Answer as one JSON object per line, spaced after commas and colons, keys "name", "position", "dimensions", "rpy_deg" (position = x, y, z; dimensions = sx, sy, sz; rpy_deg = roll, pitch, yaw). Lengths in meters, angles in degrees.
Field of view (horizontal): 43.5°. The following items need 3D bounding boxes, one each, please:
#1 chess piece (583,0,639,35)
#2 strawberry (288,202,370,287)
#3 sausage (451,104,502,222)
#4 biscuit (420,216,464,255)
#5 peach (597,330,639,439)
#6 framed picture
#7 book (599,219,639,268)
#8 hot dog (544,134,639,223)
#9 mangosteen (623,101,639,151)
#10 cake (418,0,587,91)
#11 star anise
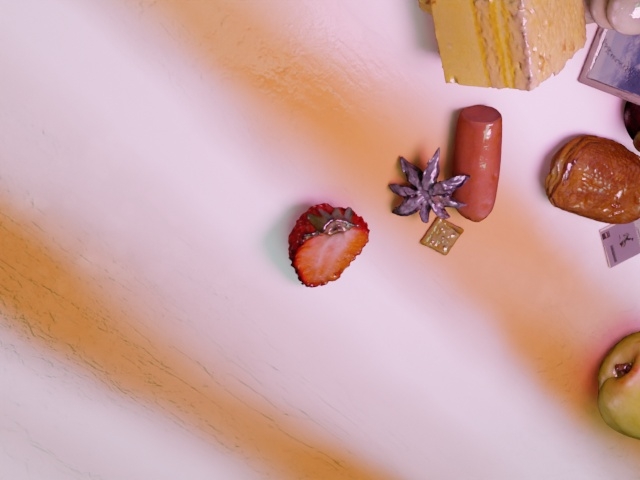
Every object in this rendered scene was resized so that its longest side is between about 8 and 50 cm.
{"name": "chess piece", "position": [0.581, -0.478, 1.597], "dimensions": [0.144, 0.251, 0.145], "rpy_deg": [-7, 120, -12]}
{"name": "strawberry", "position": [0.000, 0.000, 1.807], "dimensions": [0.190, 0.111, 0.237], "rpy_deg": [-8, 144, -22]}
{"name": "sausage", "position": [0.348, -0.164, 1.791], "dimensions": [0.113, 0.113, 0.259], "rpy_deg": [-6, 118, -11]}
{"name": "biscuit", "position": [0.291, -0.010, 1.917], "dimensions": [0.083, 0.018, 0.081], "rpy_deg": [26, 110, -25]}
{"name": "peach", "position": [0.903, 0.389, 2.151], "dimensions": [0.315, 0.282, 0.314], "rpy_deg": [13, 148, -15]}
{"name": "framed picture", "position": [0.709, -0.448, 1.675], "dimensions": [0.022, 0.247, 0.335], "rpy_deg": [-18, 131, -48]}
{"name": "book", "position": [0.805, -0.017, 2.052], "dimensions": [0.181, 0.014, 0.127], "rpy_deg": [-27, 122, 0]}
{"name": "hot dog", "position": [0.642, -0.139, 1.881], "dimensions": [0.272, 0.122, 0.196], "rpy_deg": [13, 112, -17]}
{"name": "mangosteen", "position": [0.783, -0.277, 1.792], "dimensions": [0.209, 0.210, 0.210], "rpy_deg": [-6, 120, -11]}
{"name": "cake", "position": [0.334, -0.439, 1.563], "dimensions": [0.222, 0.286, 0.228], "rpy_deg": [-40, 128, -32]}
{"name": "star anise", "position": [0.235, -0.114, 1.783], "dimensions": [0.204, 0.061, 0.181], "rpy_deg": [-4, 112, 30]}
